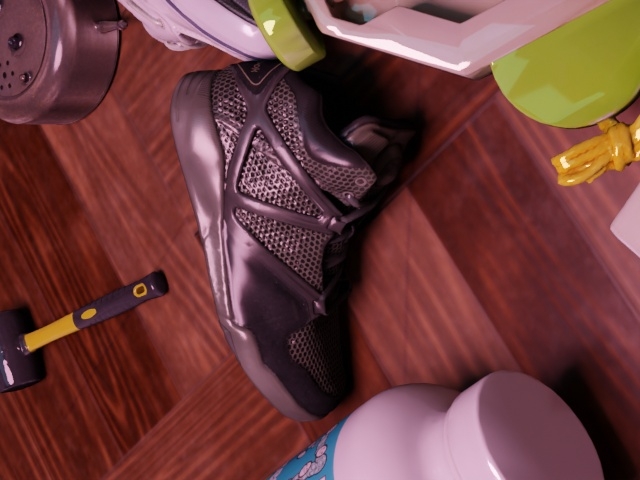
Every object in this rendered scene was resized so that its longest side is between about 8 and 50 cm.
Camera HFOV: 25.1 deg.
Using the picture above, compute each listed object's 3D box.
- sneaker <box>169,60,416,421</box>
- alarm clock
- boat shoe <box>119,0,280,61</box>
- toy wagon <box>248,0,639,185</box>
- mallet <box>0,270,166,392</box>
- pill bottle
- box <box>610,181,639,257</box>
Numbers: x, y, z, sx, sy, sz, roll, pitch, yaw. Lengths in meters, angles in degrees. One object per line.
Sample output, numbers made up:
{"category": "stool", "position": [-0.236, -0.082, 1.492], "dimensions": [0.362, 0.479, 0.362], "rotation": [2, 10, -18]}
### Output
{"category": "sneaker", "position": [0.000, 0.000, 0.860], "dimensions": [0.130, 0.087, 0.227], "rotation": [-9, 101, 24]}
{"category": "alarm clock", "position": [-0.221, -0.138, 1.062], "dimensions": [0.192, 0.064, 0.129], "rotation": [-46, 65, 37]}
{"category": "boat shoe", "position": [-0.083, -0.163, 0.938], "dimensions": [0.226, 0.083, 0.076], "rotation": [47, 136, 39]}
{"category": "toy wagon", "position": [0.079, -0.188, 0.738], "dimensions": [0.267, 0.068, 0.344], "rotation": [-27, 85, 15]}
{"category": "mallet", "position": [-0.187, 0.052, 1.067], "dimensions": [0.190, 0.039, 0.062], "rotation": [-32, 76, 34]}
{"category": "pill bottle", "position": [0.033, 0.176, 0.811], "dimensions": [0.264, 0.146, 0.146], "rotation": [-41, 68, 35]}
{"category": "box", "position": [0.277, -0.083, 0.594], "dimensions": [0.148, 0.121, 0.311], "rotation": [45, 120, 28]}
